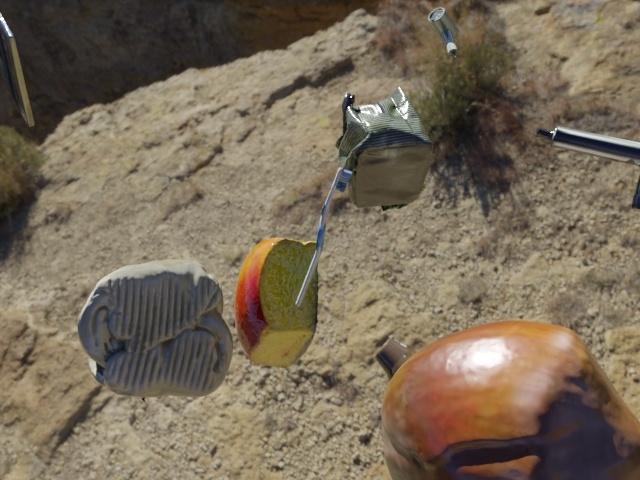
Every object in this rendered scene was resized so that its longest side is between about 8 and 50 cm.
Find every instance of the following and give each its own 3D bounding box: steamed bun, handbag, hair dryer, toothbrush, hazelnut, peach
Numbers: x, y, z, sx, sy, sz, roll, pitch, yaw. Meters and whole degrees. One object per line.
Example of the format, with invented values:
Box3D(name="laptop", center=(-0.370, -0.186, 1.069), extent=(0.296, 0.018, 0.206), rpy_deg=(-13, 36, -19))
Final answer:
Box3D(name="steamed bun", center=(-0.420, 0.216, 1.513), extent=(0.255, 0.367, 0.343), rpy_deg=(-8, 77, 56))
Box3D(name="handbag", center=(0.170, -0.265, 1.745), extent=(0.247, 0.341, 0.240), rpy_deg=(-8, 63, -4))
Box3D(name="hair dryer", center=(0.245, -0.392, 1.181), extent=(0.037, 0.063, 0.124), rpy_deg=(-28, 46, 27))
Box3D(name="toothbrush", center=(-0.004, -0.002, 1.514), extent=(0.040, 0.040, 0.386), rpy_deg=(47, 123, 49))
Box3D(name="hazelnut", center=(0.258, 0.281, 0.845), extent=(0.372, 0.373, 0.315), rpy_deg=(-6, 29, 26))
Box3D(name="hair dryer", center=(0.617, -0.245, 1.217), extent=(0.156, 0.283, 0.321), rpy_deg=(-110, 43, -84))
Box3D(name="peach", center=(-0.139, 0.189, 1.814), extent=(0.306, 0.242, 0.381), rpy_deg=(156, 115, -67))

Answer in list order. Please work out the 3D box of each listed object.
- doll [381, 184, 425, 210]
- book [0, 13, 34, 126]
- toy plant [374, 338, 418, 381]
Box3D(name="doll", center=(0.290, -0.173, 2.203), extent=(0.186, 0.106, 0.134), rpy_deg=(-24, 4, -6))
Box3D(name="book", center=(-0.743, -0.446, 1.428), extent=(0.018, 0.228, 0.322), rpy_deg=(-20, 52, -27))
Box3D(name="toy plant", center=(0.233, 0.338, 1.556), extent=(0.200, 0.143, 0.105), rpy_deg=(39, 59, 12))
